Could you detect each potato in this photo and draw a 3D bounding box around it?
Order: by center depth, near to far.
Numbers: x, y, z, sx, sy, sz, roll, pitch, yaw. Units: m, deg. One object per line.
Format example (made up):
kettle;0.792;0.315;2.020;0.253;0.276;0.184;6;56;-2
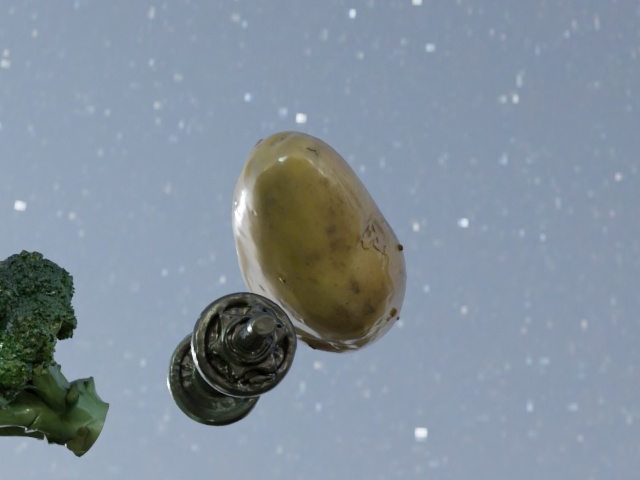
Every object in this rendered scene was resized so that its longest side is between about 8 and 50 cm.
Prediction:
potato;-0.004;-0.002;1.390;0.161;0.128;0.235;13;-38;47

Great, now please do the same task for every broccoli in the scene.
broccoli;-0.368;0.152;1.947;0.270;0.270;0.270;39;-47;-16

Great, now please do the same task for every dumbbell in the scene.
dumbbell;-0.069;0.092;1.267;0.081;0.081;0.254;12;-18;-10
